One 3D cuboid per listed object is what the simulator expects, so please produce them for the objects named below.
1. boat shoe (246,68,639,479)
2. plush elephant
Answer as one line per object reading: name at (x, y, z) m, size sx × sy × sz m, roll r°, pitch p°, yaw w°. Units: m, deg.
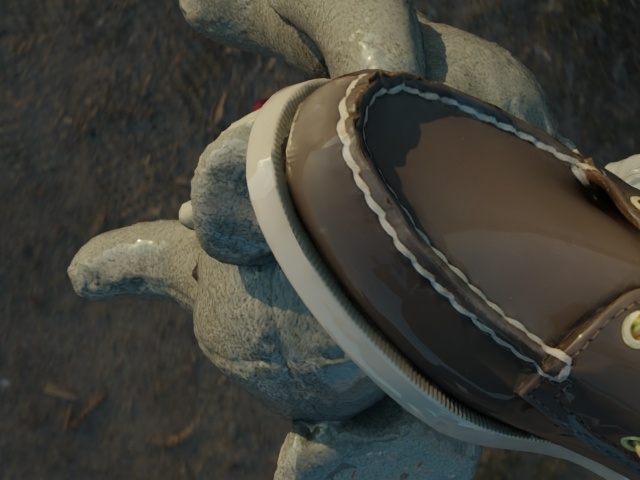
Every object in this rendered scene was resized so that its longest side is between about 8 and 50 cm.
boat shoe at (0.119, 0.036, 0.575) m, size 0.324 × 0.117 × 0.096 m, roll 37°, pitch 143°, yaw -25°
plush elephant at (0.000, 0.000, 0.853) m, size 0.330 × 0.255 × 0.272 m, roll 13°, pitch 120°, yaw 38°
